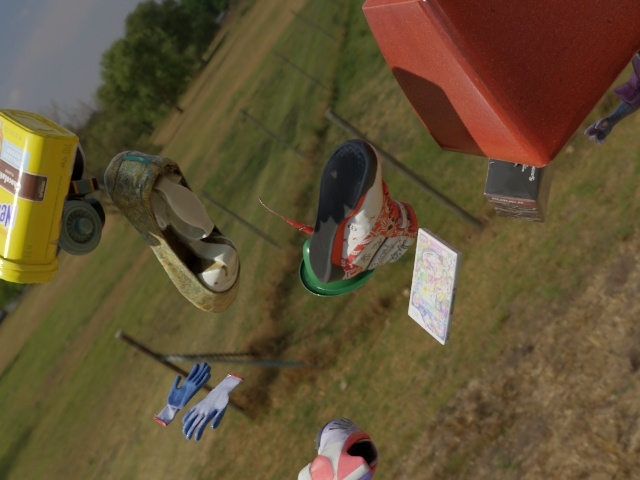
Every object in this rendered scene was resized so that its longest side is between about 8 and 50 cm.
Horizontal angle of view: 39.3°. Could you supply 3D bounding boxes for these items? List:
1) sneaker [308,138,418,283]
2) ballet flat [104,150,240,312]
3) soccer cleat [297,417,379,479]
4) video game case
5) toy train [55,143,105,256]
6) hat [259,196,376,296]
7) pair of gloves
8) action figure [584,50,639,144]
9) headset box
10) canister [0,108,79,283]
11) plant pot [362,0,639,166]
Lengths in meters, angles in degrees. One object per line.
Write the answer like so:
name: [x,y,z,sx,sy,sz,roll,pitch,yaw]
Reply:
sneaker: [0.076,-0.051,1.279,0.090,0.144,0.270,58,149,32]
ballet flat: [-0.193,-0.001,1.362,0.123,0.349,0.123,-18,42,17]
soccer cleat: [0.051,0.351,1.454,0.116,0.109,0.318,-33,-2,11]
video game case: [0.141,0.056,1.114,0.087,0.011,0.122,-139,49,-56]
toy train: [-0.433,-0.047,1.177,0.142,0.190,0.334,-10,6,40]
hat: [0.000,0.000,1.888,0.208,0.184,0.173,-15,47,12]
pair of gloves: [-0.244,0.316,1.776,0.198,0.023,0.159,8,50,47]
action figure: [0.518,-0.227,1.258,0.275,0.370,0.248,-20,-17,3]
headset box: [0.422,-0.170,1.862,0.293,0.110,0.218,27,-107,-70]
canister: [-0.339,-0.053,1.020,0.126,0.073,0.170,28,109,41]
plant pot: [0.214,-0.279,1.109,0.267,0.235,0.267,-51,22,-5]
